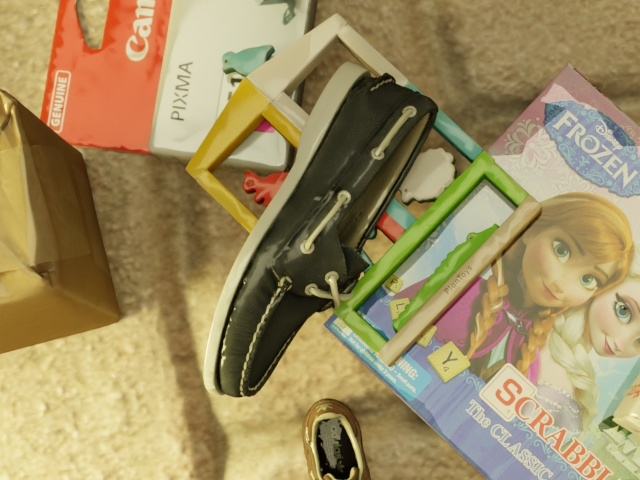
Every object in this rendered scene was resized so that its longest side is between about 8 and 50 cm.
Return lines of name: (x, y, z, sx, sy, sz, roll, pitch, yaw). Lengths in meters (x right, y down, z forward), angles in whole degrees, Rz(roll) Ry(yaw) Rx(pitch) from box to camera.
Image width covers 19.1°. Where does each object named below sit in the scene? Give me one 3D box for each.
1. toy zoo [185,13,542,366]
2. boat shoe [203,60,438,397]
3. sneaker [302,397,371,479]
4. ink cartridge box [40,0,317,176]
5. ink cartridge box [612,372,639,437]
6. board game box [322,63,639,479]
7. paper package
toy zoo: (0.020, -0.060, 1.645, 0.293, 0.030, 0.192, 43, 89, 10)
boat shoe: (0.000, 0.000, 1.566, 0.091, 0.114, 0.302, 23, 87, 15)
sneaker: (0.018, 0.230, 1.653, 0.066, 0.071, 0.188, -16, 82, 3)
ink cartridge box: (-0.125, -0.208, 1.721, 0.239, 0.060, 0.275, 8, 84, 4)
ink cartridge box: (0.343, 0.071, 1.525, 0.100, 0.172, 0.237, 33, 87, 7)
board game box: (0.224, 0.068, 1.657, 0.319, 0.066, 0.318, 42, 89, 8)
paper package: (-0.347, 0.013, 1.580, 0.310, 0.325, 0.168, -14, 83, 2)
